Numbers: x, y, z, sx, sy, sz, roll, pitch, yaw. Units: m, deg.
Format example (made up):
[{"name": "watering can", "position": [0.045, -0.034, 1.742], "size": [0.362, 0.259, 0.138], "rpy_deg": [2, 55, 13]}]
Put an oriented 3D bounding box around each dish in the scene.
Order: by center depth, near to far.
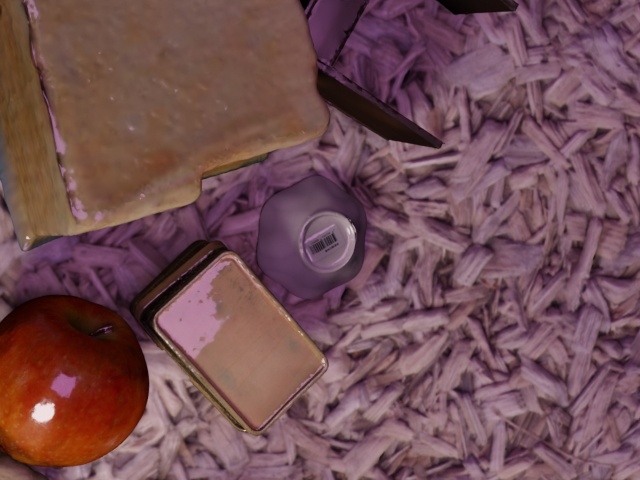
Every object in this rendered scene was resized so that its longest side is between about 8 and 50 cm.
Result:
[{"name": "dish", "position": [0.000, 0.000, 1.717], "size": [0.191, 0.066, 0.190], "rpy_deg": [-3, 98, -22]}]

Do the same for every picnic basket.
[{"name": "picnic basket", "position": [-0.134, 0.135, 1.640], "size": [0.165, 0.139, 0.266], "rpy_deg": [-44, 111, -12]}]

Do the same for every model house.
[{"name": "model house", "position": [-0.238, -0.193, 1.467], "size": [0.382, 0.343, 0.334], "rpy_deg": [-16, 95, -29]}]

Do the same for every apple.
[{"name": "apple", "position": [-0.349, 0.192, 1.525], "size": [0.230, 0.230, 0.230], "rpy_deg": [-3, 98, -22]}]

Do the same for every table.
[{"name": "table", "position": [0.086, -0.308, 1.641], "size": [0.282, 0.196, 0.250], "rpy_deg": [31, 84, -23]}]

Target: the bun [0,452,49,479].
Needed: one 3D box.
[{"name": "bun", "position": [-0.446, 0.349, 1.553], "size": [0.173, 0.167, 0.113], "rpy_deg": [31, 42, -30]}]
